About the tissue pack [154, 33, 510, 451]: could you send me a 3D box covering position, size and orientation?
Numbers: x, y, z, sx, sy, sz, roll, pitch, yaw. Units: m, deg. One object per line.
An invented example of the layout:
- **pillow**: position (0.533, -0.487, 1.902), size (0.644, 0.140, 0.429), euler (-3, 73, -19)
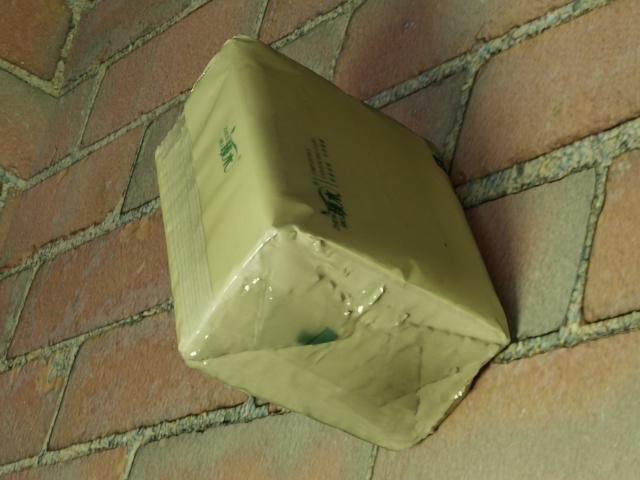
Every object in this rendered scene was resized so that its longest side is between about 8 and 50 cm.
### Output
- **tissue pack**: position (0.000, 0.000, 1.755), size (0.207, 0.297, 0.380), euler (-52, 30, 24)
